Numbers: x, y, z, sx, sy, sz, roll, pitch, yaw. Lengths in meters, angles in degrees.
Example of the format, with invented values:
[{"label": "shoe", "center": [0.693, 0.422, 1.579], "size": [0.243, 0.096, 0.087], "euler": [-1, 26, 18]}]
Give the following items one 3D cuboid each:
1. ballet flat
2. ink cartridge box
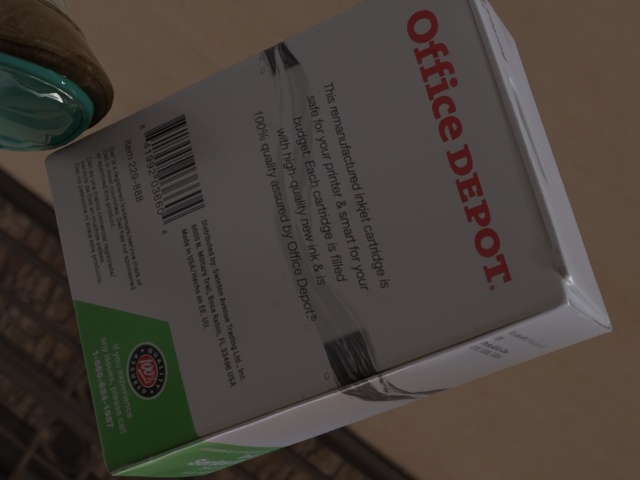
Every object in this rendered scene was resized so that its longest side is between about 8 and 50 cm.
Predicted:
[{"label": "ballet flat", "center": [-0.230, -0.114, 0.778], "size": [0.342, 0.116, 0.124], "euler": [-14, -133, 51]}, {"label": "ink cartridge box", "center": [0.000, 0.000, 0.703], "size": [0.289, 0.211, 0.121], "euler": [-22, 159, 20]}]
